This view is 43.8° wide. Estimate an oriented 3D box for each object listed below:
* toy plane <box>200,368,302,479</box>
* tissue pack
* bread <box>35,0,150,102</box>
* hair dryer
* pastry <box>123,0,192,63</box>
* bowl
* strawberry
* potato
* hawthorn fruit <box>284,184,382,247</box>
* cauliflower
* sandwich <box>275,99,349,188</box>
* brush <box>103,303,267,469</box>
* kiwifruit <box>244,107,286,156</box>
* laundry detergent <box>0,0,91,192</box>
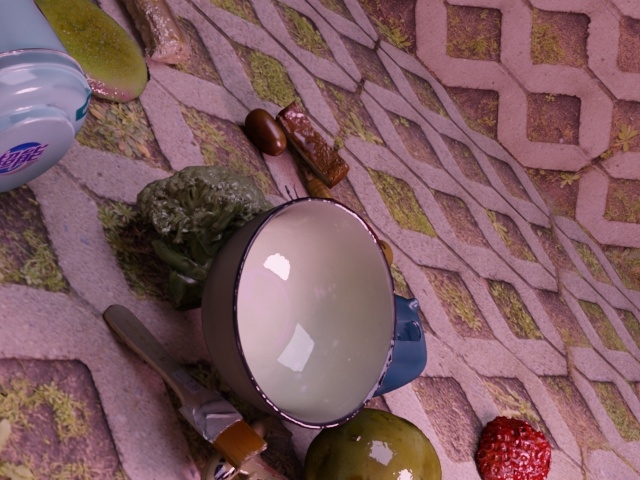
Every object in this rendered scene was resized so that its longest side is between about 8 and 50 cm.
[{"bbox_3d":[-0.123,0.315,1.225,0.229,0.092,0.244,53,30,0],"label":"toy plane"},{"bbox_3d":[0.072,0.194,1.505,0.287,0.206,0.198,11,55,-47],"label":"tissue pack"},{"bbox_3d":[-0.468,-0.399,1.613,0.301,0.045,0.301,35,33,-27],"label":"bread"},{"bbox_3d":[0.058,-0.036,1.891,0.135,0.090,0.279,3,48,-52],"label":"hair dryer"},{"bbox_3d":[-0.384,-0.511,1.819,0.121,0.089,0.259,14,47,-64],"label":"pastry"},{"bbox_3d":[-0.057,0.114,1.263,0.353,0.185,0.354,7,81,-44],"label":"bowl"},{"bbox_3d":[0.451,0.484,1.800,0.236,0.111,0.190,-6,64,-55],"label":"strawberry"},{"bbox_3d":[0.091,0.389,1.318,0.304,0.215,0.216,33,29,-62],"label":"potato"},{"bbox_3d":[0.000,0.000,1.653,0.211,0.211,0.299,3,45,-53],"label":"hawthorn fruit"},{"bbox_3d":[-0.196,0.002,1.371,0.275,0.272,0.250,20,71,-21],"label":"cauliflower"},{"bbox_3d":[-0.020,-0.226,1.930,0.215,0.065,0.186,50,-2,3],"label":"sandwich"},{"bbox_3d":[-0.215,0.207,1.196,0.336,0.020,0.085,40,34,20],"label":"brush"},{"bbox_3d":[-0.130,-0.255,1.879,0.124,0.075,0.075,58,30,4],"label":"kiwifruit"},{"bbox_3d":[-0.505,-0.237,1.130,0.305,0.287,0.287,56,30,10],"label":"laundry detergent"}]
